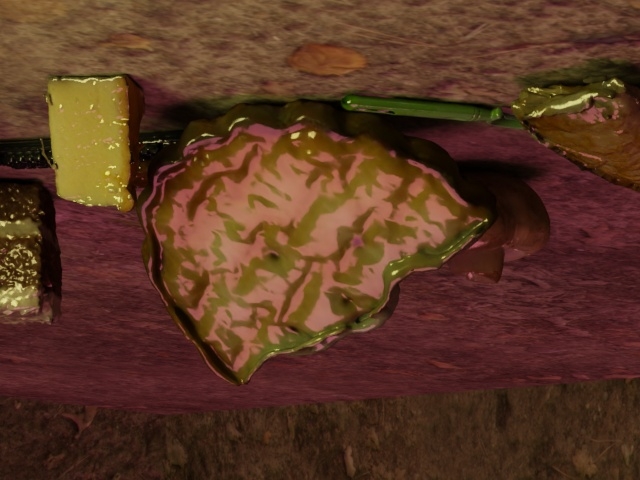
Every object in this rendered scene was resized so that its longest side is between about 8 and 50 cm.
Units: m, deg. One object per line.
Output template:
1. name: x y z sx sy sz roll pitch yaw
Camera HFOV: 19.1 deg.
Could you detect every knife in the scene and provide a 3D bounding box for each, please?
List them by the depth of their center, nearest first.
1. knife: 0.116 -0.114 1.708 0.212 0.015 0.054 4 176 -19

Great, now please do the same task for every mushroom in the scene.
1. mushroom: 0.162 -0.016 1.959 0.148 0.112 0.148 9 169 2

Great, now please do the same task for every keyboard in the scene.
1. keyboard: -0.211 -0.085 1.859 0.231 0.023 0.072 -3 171 17

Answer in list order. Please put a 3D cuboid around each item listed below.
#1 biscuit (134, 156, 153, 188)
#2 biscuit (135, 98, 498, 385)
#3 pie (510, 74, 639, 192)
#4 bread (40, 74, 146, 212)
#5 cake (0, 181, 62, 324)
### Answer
1. biscuit: -0.143 -0.069 1.946 0.130 0.019 0.119 8 167 -31
2. biscuit: 0.000 0.000 1.784 0.335 0.078 0.329 -4 131 6
3. pie: 0.275 -0.092 1.679 0.129 0.068 0.282 -8 162 35
4. bread: -0.201 -0.084 1.654 0.084 0.109 0.080 4 173 9
5. cake: -0.353 0.017 2.073 0.135 0.147 0.135 1 171 3
